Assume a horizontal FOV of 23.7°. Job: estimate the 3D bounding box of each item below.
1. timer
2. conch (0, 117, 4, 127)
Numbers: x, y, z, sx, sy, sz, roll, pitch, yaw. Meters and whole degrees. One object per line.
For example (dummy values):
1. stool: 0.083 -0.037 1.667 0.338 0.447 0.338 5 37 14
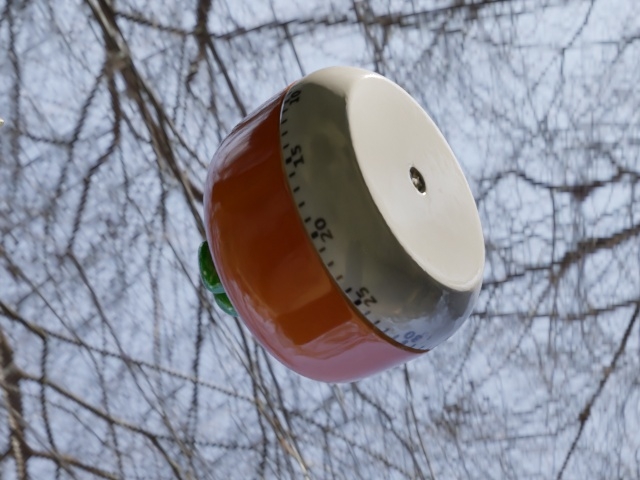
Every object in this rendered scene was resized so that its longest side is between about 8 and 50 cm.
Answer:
1. timer: 0.000 0.000 0.656 0.136 0.099 0.136 -12 -106 48
2. conch: -0.247 -0.092 0.625 0.137 0.234 0.114 -20 -147 6
